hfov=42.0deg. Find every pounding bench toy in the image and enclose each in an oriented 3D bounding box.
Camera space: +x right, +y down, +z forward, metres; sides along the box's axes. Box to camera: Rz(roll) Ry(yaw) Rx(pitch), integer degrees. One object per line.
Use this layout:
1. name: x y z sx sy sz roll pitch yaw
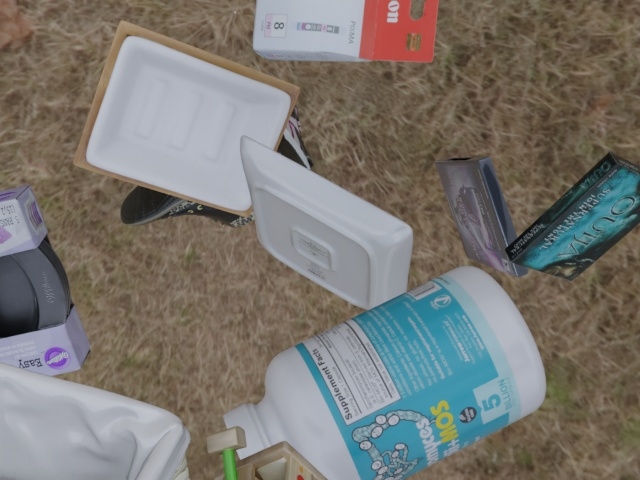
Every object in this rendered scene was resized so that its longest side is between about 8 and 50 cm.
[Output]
1. pounding bench toy: -0.035 0.149 0.455 0.052 0.065 0.083 -28 122 21

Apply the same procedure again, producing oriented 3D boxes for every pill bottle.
1. pill bottle: 0.052 0.138 0.738 0.264 0.146 0.146 -25 106 -8

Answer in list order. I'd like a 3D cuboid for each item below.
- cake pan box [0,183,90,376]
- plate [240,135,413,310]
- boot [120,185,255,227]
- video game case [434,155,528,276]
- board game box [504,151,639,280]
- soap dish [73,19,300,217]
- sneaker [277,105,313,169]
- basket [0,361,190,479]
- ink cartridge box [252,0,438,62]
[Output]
1. cake pan box: -0.451 0.074 1.065 0.266 0.070 0.246 -12 112 2
2. plate: 0.000 0.000 1.202 0.277 0.278 0.045 29 66 18
3. boot: -0.239 -0.062 1.580 0.236 0.085 0.178 -24 149 22
4. video game case: 0.269 -0.048 1.429 0.026 0.274 0.196 -21 97 -5
5. board game box: 0.341 -0.024 1.058 0.126 0.026 0.186 16 131 -33
6. soap dish: -0.208 -0.185 1.297 0.290 0.118 0.229 17 105 -22
7. sneaker: -0.059 -0.198 1.442 0.077 0.072 0.178 -47 117 -30
8. basket: -0.154 0.139 0.409 0.167 0.113 0.103 10 129 18
9. ink cartridge box: 0.034 -0.330 1.079 0.232 0.066 0.189 5 89 20
